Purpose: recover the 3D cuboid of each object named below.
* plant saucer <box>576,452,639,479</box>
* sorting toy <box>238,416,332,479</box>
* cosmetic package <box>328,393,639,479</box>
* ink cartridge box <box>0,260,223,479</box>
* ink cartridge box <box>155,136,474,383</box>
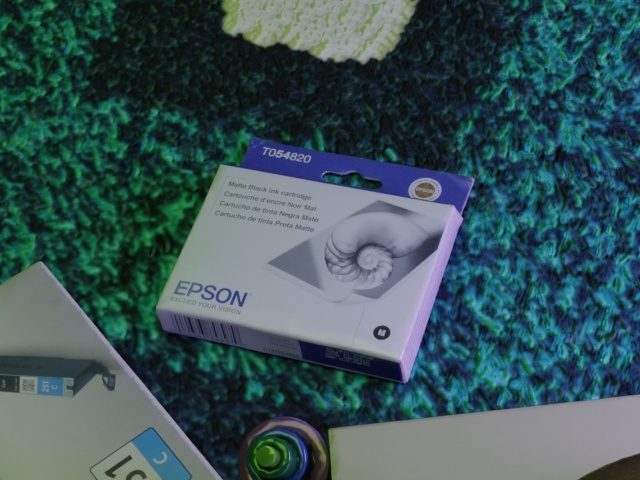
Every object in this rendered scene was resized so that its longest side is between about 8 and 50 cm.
[{"bbox_3d":[0.245,0.284,0.928,0.311,0.050,0.310,0,92,4],"label":"plant saucer"},{"bbox_3d":[-0.131,0.260,1.006,0.127,0.126,0.365,41,86,15],"label":"sorting toy"},{"bbox_3d":[0.169,0.197,1.047,0.310,0.160,0.113,-8,52,4],"label":"cosmetic package"},{"bbox_3d":[-0.249,0.189,1.179,0.261,0.066,0.296,-35,56,-17],"label":"ink cartridge box"},{"bbox_3d":[0.000,0.000,1.290,0.223,0.045,0.224,10,56,16],"label":"ink cartridge box"}]
